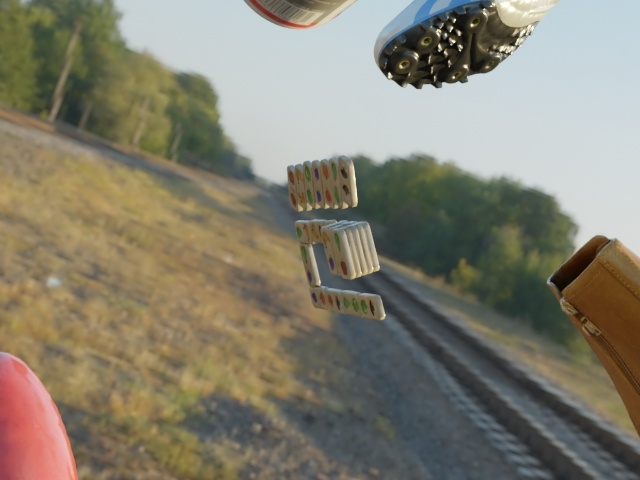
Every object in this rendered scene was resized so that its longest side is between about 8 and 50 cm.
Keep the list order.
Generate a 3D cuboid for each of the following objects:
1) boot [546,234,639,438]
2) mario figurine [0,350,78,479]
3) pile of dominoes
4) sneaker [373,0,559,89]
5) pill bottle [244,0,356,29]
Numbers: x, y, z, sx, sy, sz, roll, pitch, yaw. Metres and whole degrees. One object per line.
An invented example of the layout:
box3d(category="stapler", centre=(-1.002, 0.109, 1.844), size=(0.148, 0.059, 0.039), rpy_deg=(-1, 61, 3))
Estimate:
box3d(category="boot", centre=(0.273, 0.099, 1.134), size=(0.211, 0.104, 0.295), rpy_deg=(44, -14, 11))
box3d(category="mario figurine", centre=(-0.242, 0.074, 0.503), size=(0.320, 0.170, 0.198), rpy_deg=(19, -25, 13))
box3d(category="pile of dominoes", centre=(0.000, 0.000, 1.649), size=(0.040, 0.196, 0.251), rpy_deg=(-16, 6, -19))
box3d(category="sneaker", centre=(0.129, -0.189, 0.966), size=(0.086, 0.237, 0.085), rpy_deg=(48, -15, 29))
box3d(category="pill bottle", centre=(0.028, -0.342, 1.412), size=(0.161, 0.161, 0.283), rpy_deg=(22, -24, -24))
